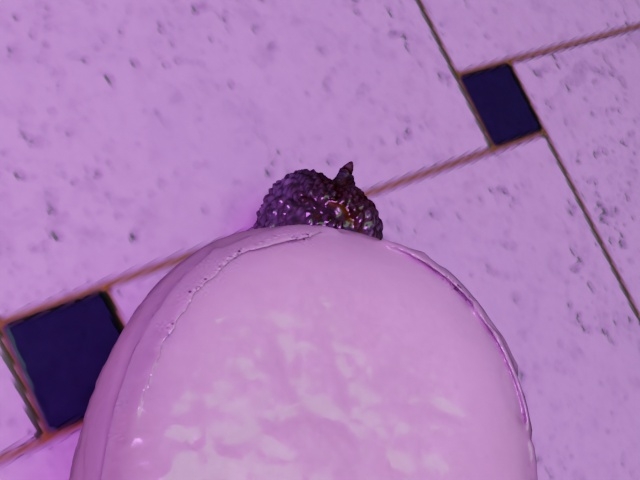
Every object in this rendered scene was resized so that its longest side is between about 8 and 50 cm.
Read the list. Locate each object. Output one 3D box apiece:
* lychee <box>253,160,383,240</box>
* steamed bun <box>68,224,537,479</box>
[{"bbox_3d":[0.000,0.000,0.493,0.067,0.068,0.083,41,66,-36],"label":"lychee"},{"bbox_3d":[-0.011,0.112,0.395,0.177,0.131,0.228,11,65,-19],"label":"steamed bun"}]
